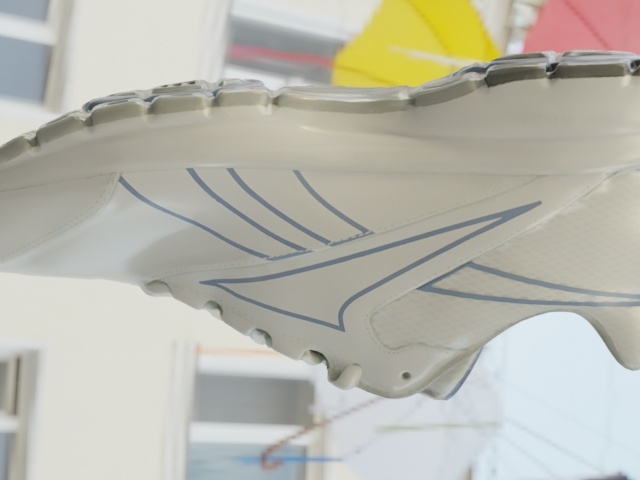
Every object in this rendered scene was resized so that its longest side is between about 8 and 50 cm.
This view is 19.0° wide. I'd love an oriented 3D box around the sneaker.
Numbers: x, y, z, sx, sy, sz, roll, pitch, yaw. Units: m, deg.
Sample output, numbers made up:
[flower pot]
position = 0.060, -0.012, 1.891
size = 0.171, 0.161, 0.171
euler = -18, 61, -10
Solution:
[sneaker]
position = 0.000, 0.000, 0.710
size = 0.297, 0.111, 0.129
euler = -3, -83, 6
